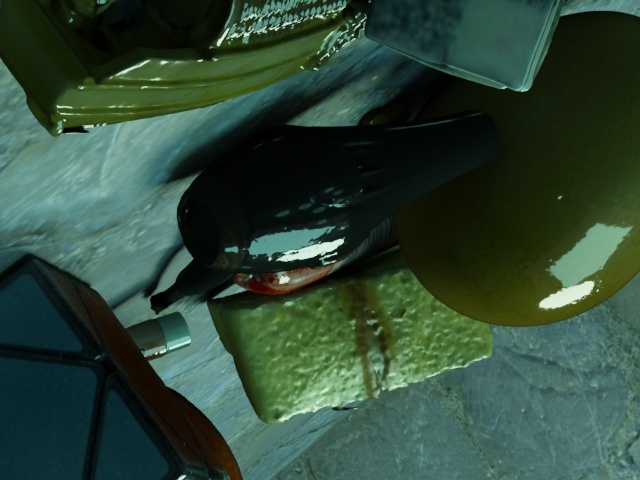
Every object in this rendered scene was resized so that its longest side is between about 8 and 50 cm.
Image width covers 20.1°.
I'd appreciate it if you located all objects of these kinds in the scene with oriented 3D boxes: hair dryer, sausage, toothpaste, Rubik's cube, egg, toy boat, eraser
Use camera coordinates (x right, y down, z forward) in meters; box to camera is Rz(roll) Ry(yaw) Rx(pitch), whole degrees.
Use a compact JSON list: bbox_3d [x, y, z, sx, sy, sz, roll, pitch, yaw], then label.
[{"bbox_3d":[-0.040,-0.011,1.544,0.303,0.120,0.359,-23,174,-38],"label":"hair dryer"},{"bbox_3d":[0.000,0.000,1.746,0.274,0.074,0.074,-24,163,-51],"label":"sausage"},{"bbox_3d":[-0.214,0.109,1.587,0.205,0.036,0.056,-18,159,-21],"label":"toothpaste"},{"bbox_3d":[-0.219,0.162,1.387,0.205,0.205,0.207,-37,170,1],"label":"Rubik's cube"},{"bbox_3d":[0.211,-0.069,1.654,0.322,0.250,0.250,-49,167,8],"label":"egg"},{"bbox_3d":[-0.054,-0.134,0.977,0.115,0.089,0.310,-41,169,32],"label":"toy boat"},{"bbox_3d":[0.101,-0.152,1.106,0.404,0.096,0.098,-36,146,-80],"label":"eraser"}]

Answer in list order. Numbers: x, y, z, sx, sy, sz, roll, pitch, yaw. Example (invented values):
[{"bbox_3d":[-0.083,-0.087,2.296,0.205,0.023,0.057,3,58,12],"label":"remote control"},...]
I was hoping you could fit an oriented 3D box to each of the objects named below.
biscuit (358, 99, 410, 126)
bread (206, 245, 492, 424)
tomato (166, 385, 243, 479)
[{"bbox_3d":[0.044,-0.095,1.637,0.092,0.016,0.082,-43,168,21],"label":"biscuit"},{"bbox_3d":[0.032,0.073,1.793,0.266,0.178,0.142,-18,156,-15],"label":"bread"},{"bbox_3d":[-0.195,0.250,1.705,0.265,0.265,0.265,-35,169,-8],"label":"tomato"}]
